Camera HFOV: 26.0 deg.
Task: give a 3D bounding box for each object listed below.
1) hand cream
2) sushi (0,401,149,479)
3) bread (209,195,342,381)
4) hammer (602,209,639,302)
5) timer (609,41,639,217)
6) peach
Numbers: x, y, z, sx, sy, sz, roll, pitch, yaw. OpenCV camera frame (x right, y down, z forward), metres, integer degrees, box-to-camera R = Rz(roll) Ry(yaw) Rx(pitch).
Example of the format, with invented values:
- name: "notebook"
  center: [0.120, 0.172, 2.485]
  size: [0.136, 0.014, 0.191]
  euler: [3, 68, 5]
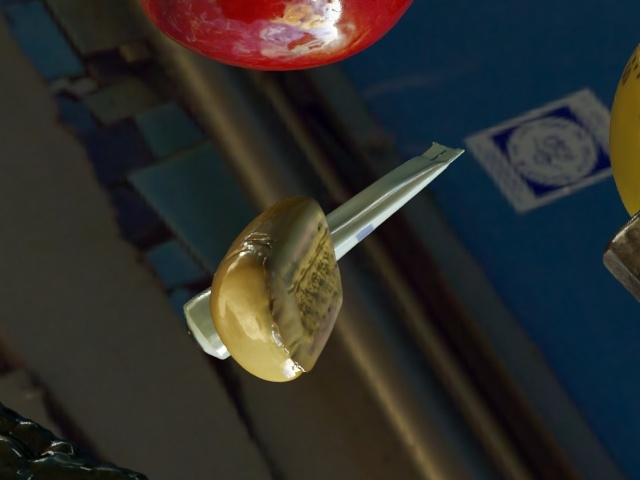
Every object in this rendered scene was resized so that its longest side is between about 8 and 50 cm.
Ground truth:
- name: "hand cream"
  center: [0.000, 0.000, 1.368]
  size: [0.067, 0.320, 0.109]
  euler: [52, -3, -11]
- name: "sushi"
  center: [-0.182, 0.274, 0.894]
  size: [0.351, 0.178, 0.294]
  euler: [21, -45, 24]
- name: "bread"
  center: [-0.027, 0.027, 0.765]
  size: [0.115, 0.056, 0.082]
  euler: [-66, 142, -59]
- name: "hammer"
  center: [0.288, 0.023, 0.779]
  size: [0.242, 0.095, 0.409]
  euler: [53, -8, 17]
- name: "timer"
  center: [0.486, -0.133, 1.369]
  size: [0.387, 0.376, 0.376]
  euler: [-52, -128, 29]
- name: "peach"
  center: [-0.029, -0.232, 1.061]
  size: [0.243, 0.243, 0.200]
  euler: [27, -64, 60]
